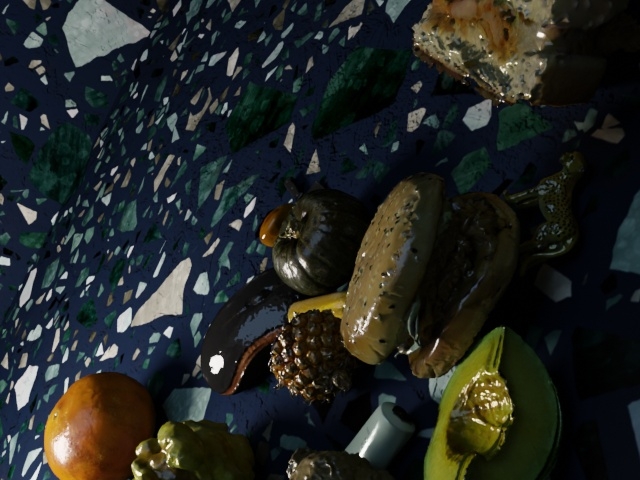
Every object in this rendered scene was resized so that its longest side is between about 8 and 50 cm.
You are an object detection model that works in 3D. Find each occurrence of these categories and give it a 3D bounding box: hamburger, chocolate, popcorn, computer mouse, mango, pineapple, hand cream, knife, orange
[{"bbox_3d":[0.348,-0.363,1.302,0.445,0.287,0.268,-127,46,-60],"label":"hamburger"},{"bbox_3d":[0.033,0.132,1.551,0.219,0.086,0.085,-21,51,45],"label":"chocolate"},{"bbox_3d":[-0.257,0.469,1.563,0.235,0.242,0.250,30,95,54],"label":"popcorn"},{"bbox_3d":[-0.151,0.189,1.729,0.323,0.116,0.183,-49,40,17],"label":"computer mouse"},{"bbox_3d":[-0.094,-0.037,1.857,0.114,0.060,0.080,-53,19,18],"label":"mango"},{"bbox_3d":[0.008,0.223,1.456,0.137,0.161,0.176,39,114,45],"label":"pineapple"},{"bbox_3d":[0.052,0.402,1.376,0.320,0.067,0.109,-58,34,20],"label":"hand cream"},{"bbox_3d":[-0.018,-0.096,1.840,0.072,0.019,0.245,-51,38,9],"label":"knife"},{"bbox_3d":[-0.523,0.449,1.946,0.284,0.226,0.284,-37,34,31],"label":"orange"},{"bbox_3d":[0.167,0.044,1.268,0.277,0.195,0.318,123,167,-70],"label":"hamburger"}]

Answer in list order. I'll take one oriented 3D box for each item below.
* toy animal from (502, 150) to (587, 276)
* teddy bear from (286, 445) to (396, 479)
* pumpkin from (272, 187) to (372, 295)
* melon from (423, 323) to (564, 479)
[{"bbox_3d":[0.353,-0.035,1.251,0.136,0.073,0.181,-24,46,34],"label":"toy animal"},{"bbox_3d":[0.002,0.445,1.265,0.267,0.156,0.256,13,64,28],"label":"teddy bear"},{"bbox_3d":[0.000,0.000,1.614,0.224,0.157,0.223,-39,35,34],"label":"pumpkin"},{"bbox_3d":[0.238,0.273,1.151,0.169,0.129,0.265,132,160,-65],"label":"melon"}]
